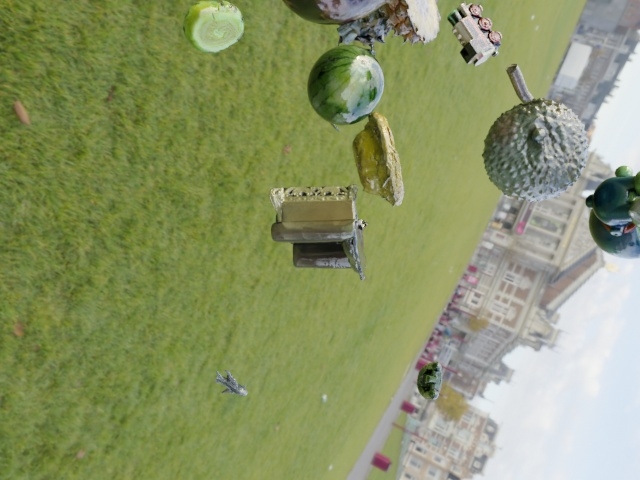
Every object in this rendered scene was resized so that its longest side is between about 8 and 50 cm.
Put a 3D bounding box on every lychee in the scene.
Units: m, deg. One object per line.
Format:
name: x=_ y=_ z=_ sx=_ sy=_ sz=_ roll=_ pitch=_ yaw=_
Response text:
lychee: x=0.540 y=-0.223 z=1.365 sx=0.255 sy=0.256 sz=0.274 roll=-68 pitch=163 yaw=4

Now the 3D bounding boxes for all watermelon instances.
watermelon: x=0.056 y=-0.376 z=1.331 sx=0.188 sy=0.188 sz=0.215 roll=-56 pitch=-169 yaw=-31

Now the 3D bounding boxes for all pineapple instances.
pineapple: x=0.174 y=-0.662 z=1.563 sx=0.263 sy=0.272 sz=0.262 roll=9 pitch=79 yaw=-55

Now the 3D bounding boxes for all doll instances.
doll: x=0.788 y=-0.066 z=1.385 sx=0.322 sy=0.186 sz=0.198 roll=37 pitch=65 yaw=-44

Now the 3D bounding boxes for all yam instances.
yam: x=0.736 y=-0.477 z=1.895 sx=0.045 sy=0.327 sz=0.045 roll=-35 pitch=-150 yaw=11

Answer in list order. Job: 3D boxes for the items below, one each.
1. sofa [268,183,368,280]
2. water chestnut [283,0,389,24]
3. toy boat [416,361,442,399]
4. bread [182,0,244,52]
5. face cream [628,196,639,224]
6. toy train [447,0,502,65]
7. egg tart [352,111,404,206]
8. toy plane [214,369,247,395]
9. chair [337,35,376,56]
sofa: x=0.000 y=0.000 z=1.208 sx=0.258 sy=0.200 sz=0.181 roll=63 pitch=29 yaw=-70
water chestnut: x=0.027 y=-0.409 z=0.696 sx=0.224 sy=0.238 sz=0.223 roll=39 pitch=41 yaw=-45
toy boat: x=0.310 y=0.399 z=1.530 sx=0.210 sy=0.052 sz=0.104 roll=91 pitch=6 yaw=-76
bread: x=-0.245 y=-0.492 z=1.228 sx=0.139 sy=0.071 sz=0.130 roll=-26 pitch=155 yaw=-7
face cream: x=0.791 y=-0.133 z=1.146 sx=0.269 sy=0.107 sz=0.073 roll=-49 pitch=179 yaw=9
toy train: x=0.326 y=-0.447 z=1.159 sx=0.087 sy=0.137 sz=0.050 roll=-30 pitch=174 yaw=-18
egg tart: x=0.161 y=-0.229 z=1.576 sx=0.295 sy=0.116 sz=0.294 roll=-16 pitch=90 yaw=-86
toy plane: x=-0.198 y=0.319 z=1.194 sx=0.031 sy=0.083 sz=0.078 roll=-58 pitch=165 yaw=-51
chair: x=0.123 y=-0.639 z=1.810 sx=0.145 sy=0.141 sz=0.220 roll=-55 pitch=154 yaw=-66
